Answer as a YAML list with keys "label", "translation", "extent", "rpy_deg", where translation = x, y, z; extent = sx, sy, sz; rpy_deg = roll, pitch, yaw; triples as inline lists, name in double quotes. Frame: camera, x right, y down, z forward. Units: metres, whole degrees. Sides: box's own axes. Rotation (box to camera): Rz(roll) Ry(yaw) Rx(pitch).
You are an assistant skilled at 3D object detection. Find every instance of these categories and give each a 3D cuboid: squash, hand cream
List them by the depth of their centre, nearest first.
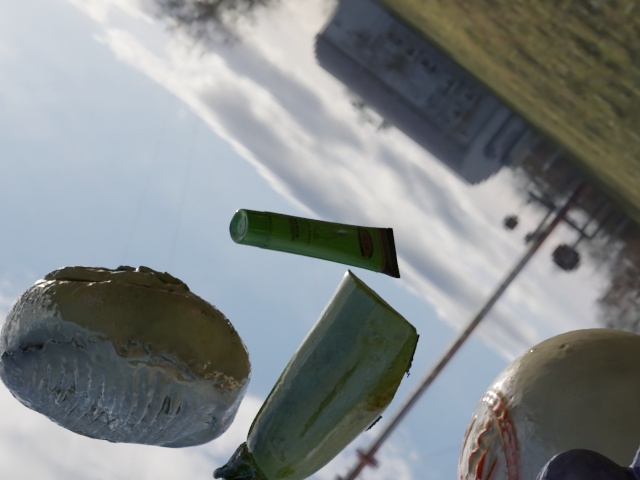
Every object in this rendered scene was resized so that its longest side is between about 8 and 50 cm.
- label: "hand cream"
  translation: [0.000, 0.000, 0.788]
  extent: [0.122, 0.023, 0.036]
  rpy_deg: [11, -120, -35]
- label: "squash"
  translation: [-0.004, 0.123, 0.921]
  extent: [0.090, 0.200, 0.075]
  rpy_deg: [42, -168, 28]

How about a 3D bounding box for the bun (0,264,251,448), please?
- label: "bun"
  translation: [-0.175, 0.102, 1.184]
  extent: [0.239, 0.239, 0.141]
  rpy_deg: [30, -123, -31]

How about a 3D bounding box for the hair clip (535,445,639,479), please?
- label: "hair clip"
  translation: [0.163, 0.125, 0.448]
  extent: [0.052, 0.196, 0.124]
  rpy_deg: [49, -140, -58]

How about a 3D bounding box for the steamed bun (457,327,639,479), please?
- label: "steamed bun"
  translation: [0.167, 0.172, 0.870]
  extent: [0.145, 0.231, 0.232]
  rpy_deg: [9, -163, -9]
